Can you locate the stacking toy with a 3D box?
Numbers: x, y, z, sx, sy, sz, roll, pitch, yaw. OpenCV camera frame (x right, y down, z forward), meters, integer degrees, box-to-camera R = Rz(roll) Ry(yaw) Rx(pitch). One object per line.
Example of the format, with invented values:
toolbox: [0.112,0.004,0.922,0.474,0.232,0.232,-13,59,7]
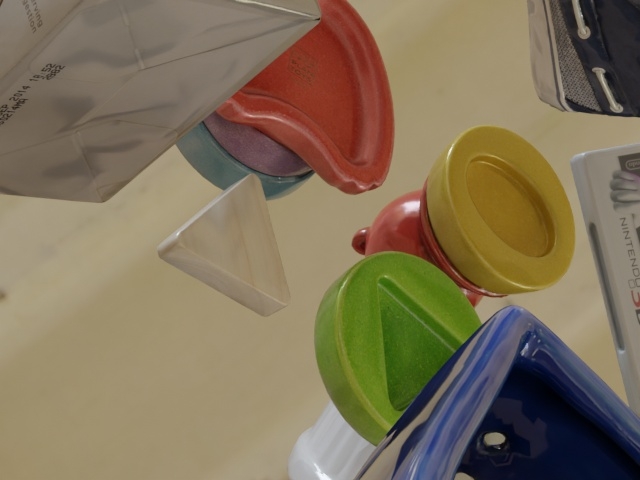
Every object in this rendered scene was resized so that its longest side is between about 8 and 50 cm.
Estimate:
stacking toy: [0.000,0.000,1.276,0.309,0.279,0.130,39,-42,-20]

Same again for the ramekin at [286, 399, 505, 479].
ramekin: [0.124,0.159,1.376,0.273,0.127,0.273,23,11,-5]

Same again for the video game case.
video game case: [0.264,0.014,1.258,0.022,0.190,0.173,-25,-103,64]

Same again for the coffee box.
coffee box: [-0.129,-0.188,0.866,0.168,0.119,0.297,-36,-118,39]

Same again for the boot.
boot: [0.147,-0.144,0.977,0.086,0.069,0.190,13,-44,33]

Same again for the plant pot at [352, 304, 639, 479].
plant pot: [0.069,0.200,0.804,0.236,0.212,0.236,45,23,-2]
